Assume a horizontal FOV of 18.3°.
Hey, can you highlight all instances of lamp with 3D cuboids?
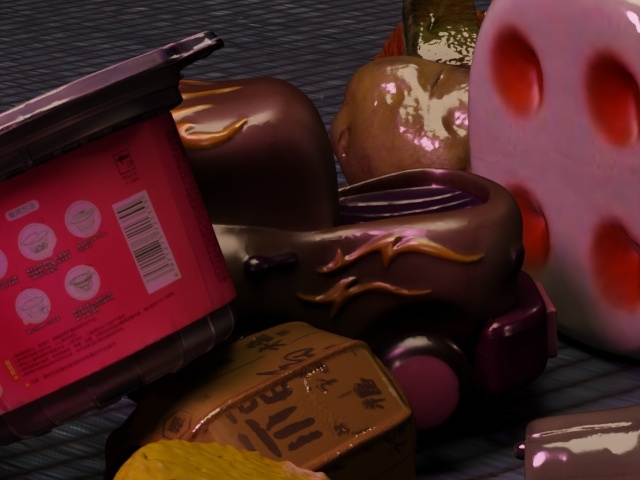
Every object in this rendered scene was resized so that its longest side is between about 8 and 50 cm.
[{"bbox_3d":[-0.037,0.143,1.254,0.161,0.161,0.185,14,26,40],"label":"lamp"}]

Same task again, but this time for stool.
[{"bbox_3d":[0.180,0.153,1.268,0.110,0.096,0.096,-4,20,12],"label":"stool"}]

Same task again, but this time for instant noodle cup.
[{"bbox_3d":[-0.164,0.014,1.235,0.302,0.182,0.258,-25,2,14],"label":"instant noodle cup"}]

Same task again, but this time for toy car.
[{"bbox_3d":[0.000,0.000,1.464,0.340,0.240,0.271,-2,13,-3],"label":"toy car"}]

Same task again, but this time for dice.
[{"bbox_3d":[0.307,-0.095,1.599,0.304,0.304,0.277,-17,25,-30],"label":"dice"}]

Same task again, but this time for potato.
[{"bbox_3d":[0.108,-0.086,1.821,0.200,0.137,0.154,15,66,17],"label":"potato"}]

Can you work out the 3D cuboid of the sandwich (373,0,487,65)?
[{"bbox_3d":[0.139,-0.190,2.033,0.250,0.162,0.301,-54,19,-20],"label":"sandwich"}]

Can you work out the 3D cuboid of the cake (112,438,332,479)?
[{"bbox_3d":[-0.003,0.202,0.998,0.260,0.156,0.179,22,19,-26],"label":"cake"}]
